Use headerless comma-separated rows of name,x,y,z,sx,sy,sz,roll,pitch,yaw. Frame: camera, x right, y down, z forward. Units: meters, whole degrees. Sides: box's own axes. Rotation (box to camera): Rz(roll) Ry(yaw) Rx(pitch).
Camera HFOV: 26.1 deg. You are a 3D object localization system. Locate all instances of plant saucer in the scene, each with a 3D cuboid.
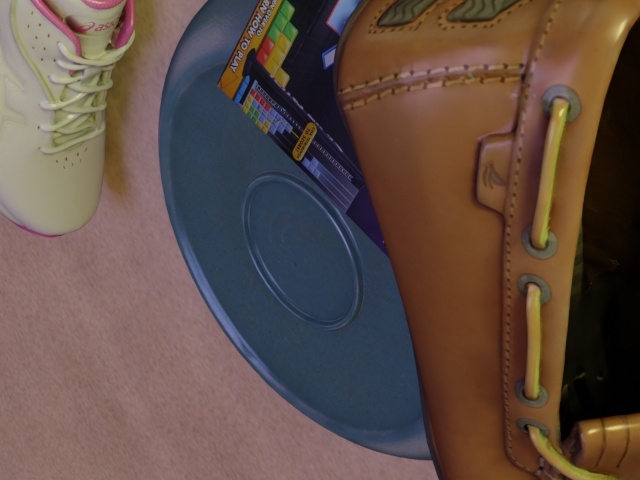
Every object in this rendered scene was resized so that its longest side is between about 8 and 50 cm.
plant saucer,0.000,0.000,0.816,0.317,0.043,0.318,31,137,34

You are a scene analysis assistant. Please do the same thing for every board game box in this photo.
board game box,0.041,-0.095,0.647,0.141,0.048,0.170,46,128,20

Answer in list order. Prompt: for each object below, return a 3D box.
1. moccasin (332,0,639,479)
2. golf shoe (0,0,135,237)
moccasin,0.127,0.048,0.588,0.147,0.139,0.380,16,135,38
golf shoe,-0.179,-0.123,0.894,0.140,0.115,0.306,24,134,36
